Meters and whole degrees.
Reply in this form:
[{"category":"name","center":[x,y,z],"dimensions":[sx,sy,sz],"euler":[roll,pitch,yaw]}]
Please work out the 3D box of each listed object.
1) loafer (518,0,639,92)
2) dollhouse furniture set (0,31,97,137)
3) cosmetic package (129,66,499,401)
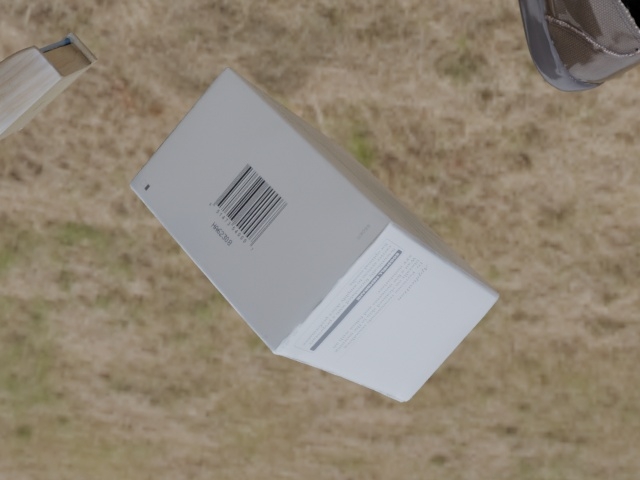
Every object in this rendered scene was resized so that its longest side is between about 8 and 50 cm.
[{"category":"loafer","center":[0.219,-0.305,0.910],"dimensions":[0.130,0.134,0.366],"euler":[3,119,50]},{"category":"dollhouse furniture set","center":[-0.462,-0.238,1.290],"dimensions":[0.286,0.198,0.303],"euler":[-40,100,9]},{"category":"cosmetic package","center":[0.000,0.000,0.955],"dimensions":[0.138,0.224,0.224],"euler":[-49,147,6]}]
